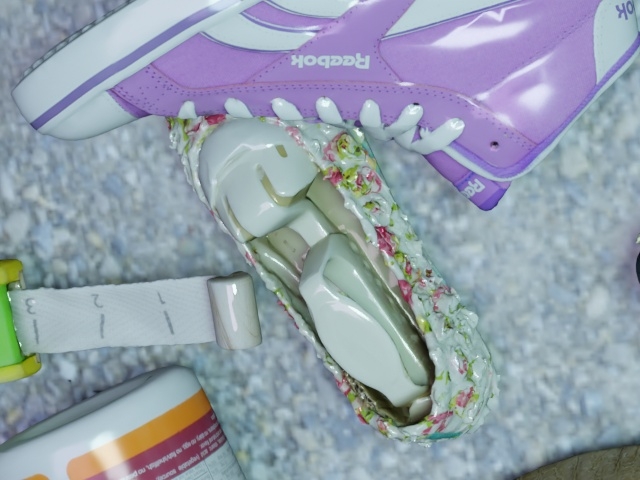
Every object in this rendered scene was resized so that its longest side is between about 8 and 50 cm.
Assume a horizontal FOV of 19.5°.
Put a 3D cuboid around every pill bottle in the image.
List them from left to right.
[{"bbox_3d":[-0.075,0.186,0.959,0.121,0.121,0.221,-23,94,24],"label":"pill bottle"}]

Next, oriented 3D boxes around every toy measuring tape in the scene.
[{"bbox_3d":[-0.192,0.053,0.956,0.330,0.121,0.121,-3,102,32],"label":"toy measuring tape"}]

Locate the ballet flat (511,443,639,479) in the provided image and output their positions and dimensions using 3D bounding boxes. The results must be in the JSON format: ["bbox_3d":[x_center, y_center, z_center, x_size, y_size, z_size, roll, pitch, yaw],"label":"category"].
[{"bbox_3d":[0.212,0.158,0.839,0.342,0.124,0.116,0,102,22],"label":"ballet flat"}]

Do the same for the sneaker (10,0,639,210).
[{"bbox_3d":[0.010,-0.069,0.849,0.282,0.102,0.161,-22,100,7],"label":"sneaker"}]

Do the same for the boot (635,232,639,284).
[{"bbox_3d":[0.184,-0.059,0.815,0.236,0.085,0.178,54,130,21],"label":"boot"}]

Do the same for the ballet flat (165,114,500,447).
[{"bbox_3d":[0.000,0.000,0.910,0.091,0.077,0.241,-42,85,23],"label":"ballet flat"}]
